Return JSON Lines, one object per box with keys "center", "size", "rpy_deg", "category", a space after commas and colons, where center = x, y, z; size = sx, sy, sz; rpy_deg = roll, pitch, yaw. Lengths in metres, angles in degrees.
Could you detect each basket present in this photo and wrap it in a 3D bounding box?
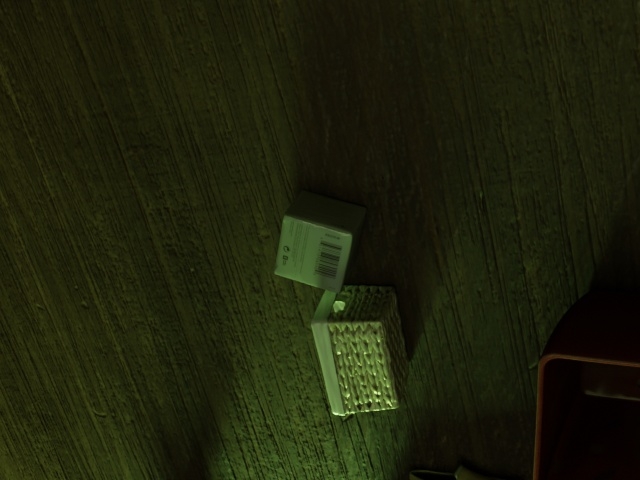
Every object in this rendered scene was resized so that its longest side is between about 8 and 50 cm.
{"center": [0.062, 0.156, 1.335], "size": [0.103, 0.113, 0.167], "rpy_deg": [-4, 116, 18], "category": "basket"}

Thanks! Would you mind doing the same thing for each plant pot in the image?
{"center": [0.418, 0.204, 1.168], "size": [0.267, 0.235, 0.267], "rpy_deg": [5, 118, 16], "category": "plant pot"}

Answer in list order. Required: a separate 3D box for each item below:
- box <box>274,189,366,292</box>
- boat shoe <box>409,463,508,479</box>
{"center": [0.000, 0.000, 1.286], "size": [0.102, 0.087, 0.101], "rpy_deg": [17, 121, 10], "category": "box"}
{"center": [0.226, 0.384, 1.435], "size": [0.190, 0.068, 0.072], "rpy_deg": [-7, 103, 22], "category": "boat shoe"}
